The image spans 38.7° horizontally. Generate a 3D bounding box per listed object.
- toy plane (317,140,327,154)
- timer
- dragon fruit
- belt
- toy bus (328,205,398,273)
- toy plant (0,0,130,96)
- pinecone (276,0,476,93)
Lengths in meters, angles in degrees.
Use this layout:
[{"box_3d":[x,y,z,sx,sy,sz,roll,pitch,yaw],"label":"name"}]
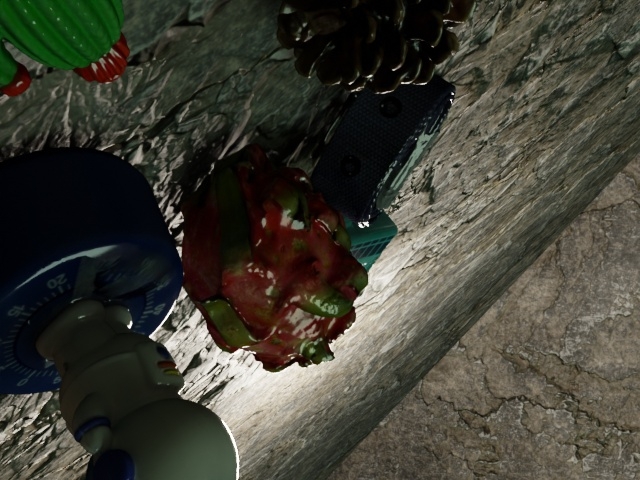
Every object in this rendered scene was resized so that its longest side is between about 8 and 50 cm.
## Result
[{"box_3d":[0.023,-0.125,1.344,0.102,0.040,0.111,-48,159,13],"label":"toy plane"},{"box_3d":[-0.214,0.125,0.894,0.270,0.383,0.270,-27,151,-17],"label":"timer"},{"box_3d":[-0.067,0.024,1.182,0.237,0.302,0.231,-23,-165,-15],"label":"dragon fruit"},{"box_3d":[0.075,-0.141,1.238,0.230,0.126,0.140,-58,167,12],"label":"belt"},{"box_3d":[0.000,0.000,1.443,0.147,0.128,0.256,-54,159,26],"label":"toy bus"},{"box_3d":[-0.218,-0.181,0.717,0.155,0.088,0.240,-33,163,-28],"label":"toy plant"},{"box_3d":[0.044,-0.241,0.953,0.212,0.169,0.185,-19,122,-24],"label":"pinecone"}]
